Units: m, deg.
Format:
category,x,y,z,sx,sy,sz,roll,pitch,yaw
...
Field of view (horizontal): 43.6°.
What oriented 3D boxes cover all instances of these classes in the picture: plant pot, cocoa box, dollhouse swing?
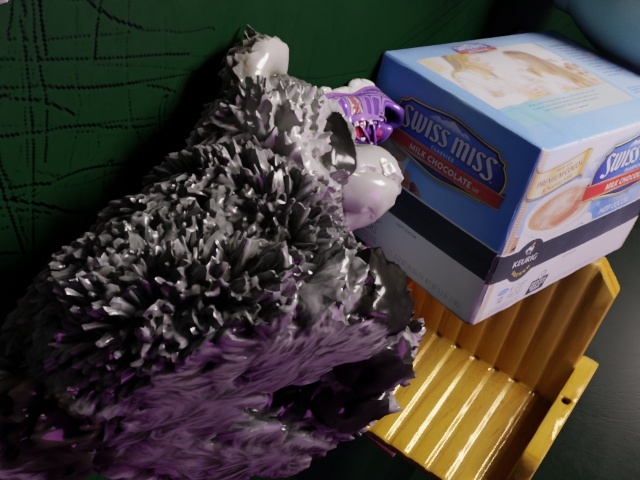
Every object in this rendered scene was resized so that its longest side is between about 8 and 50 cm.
category,x,y,z,sx,sy,sz,roll,pitch,yaw
plant pot,0.421,-0.356,1.024,0.293,0.196,0.293,-49,153,-35
cocoa box,0.235,-0.097,0.967,0.347,0.231,0.228,-18,136,-40
dollhouse swing,0.229,0.160,1.222,0.315,0.347,0.305,-47,157,-28

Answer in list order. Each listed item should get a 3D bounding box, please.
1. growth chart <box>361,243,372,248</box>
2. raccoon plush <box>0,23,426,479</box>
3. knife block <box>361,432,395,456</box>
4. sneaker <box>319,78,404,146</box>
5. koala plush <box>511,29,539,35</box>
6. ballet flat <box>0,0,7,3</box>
category,x,y,z,sx,sy,sz,roll,pitch,yaw
growth chart,0.027,0.119,1.173,0.237,0.021,0.172,-60,158,0
raccoon plush,-0.132,-0.013,0.523,0.446,0.299,0.216,4,137,-32
knife block,0.195,0.243,1.502,0.242,0.088,0.276,-53,177,28
sneaker,0.030,-0.116,0.794,0.170,0.071,0.068,-35,149,-46
koala plush,0.359,-0.200,1.213,0.203,0.221,0.196,-45,154,-34
ballet flat,-0.114,-0.196,0.330,0.409,0.147,0.147,-49,157,-17
